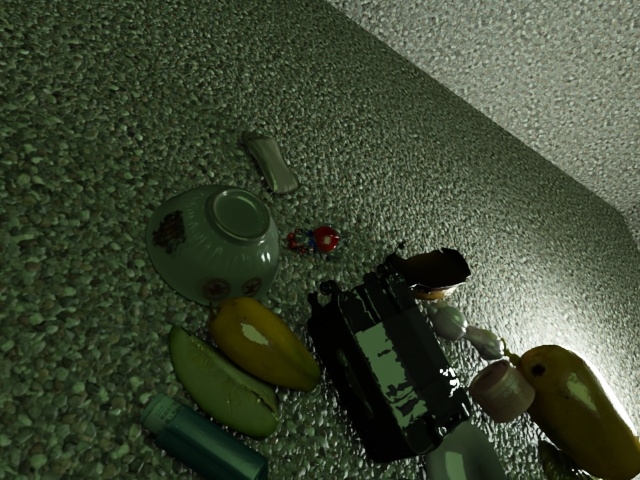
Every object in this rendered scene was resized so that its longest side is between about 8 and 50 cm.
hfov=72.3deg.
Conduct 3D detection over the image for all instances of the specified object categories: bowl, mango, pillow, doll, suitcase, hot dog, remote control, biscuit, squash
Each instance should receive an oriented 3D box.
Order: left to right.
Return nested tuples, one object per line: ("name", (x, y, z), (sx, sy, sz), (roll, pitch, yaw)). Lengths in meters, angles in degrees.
("squash", (-0.206, 0.275, 0.840), (0.252, 0.169, 0.093), (35, 88, -12))
("bowl", (-0.217, -0.023, 1.026), (0.338, 0.157, 0.337), (20, 48, -24))
("mango", (-0.113, 0.223, 0.926), (0.317, 0.119, 0.176), (43, -2, -18))
("pillow", (-0.147, -0.238, 1.328), (0.131, 0.038, 0.232), (-13, 68, -46))
("doll", (0.000, 0.001, 1.245), (0.195, 0.062, 0.104), (-2, 42, -29))
("suitcase", (0.152, 0.286, 1.042), (0.283, 0.194, 0.433), (-13, 68, -43))
("hot dog", (0.310, 0.108, 1.372), (0.326, 0.107, 0.194), (7, 45, -23))
("doll", (0.444, 0.278, 1.331), (0.365, 0.094, 0.160), (34, 12, -20))
("remote control", (0.362, 0.595, 1.035), (0.221, 0.103, 0.331), (-1, 59, -31))
("biscuit", (0.759, 0.720, 1.293), (0.274, 0.036, 0.187), (28, 46, -18))
("mango", (0.776, 0.516, 1.314), (0.445, 0.232, 0.300), (51, 27, 5))

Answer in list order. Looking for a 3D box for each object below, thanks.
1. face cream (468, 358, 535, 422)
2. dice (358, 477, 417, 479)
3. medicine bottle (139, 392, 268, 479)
("face cream", (0.511, 0.425, 1.244), (0.104, 0.149, 0.149), (49, 43, 4))
("dice", (0.097, 0.574, 0.609), (0.348, 0.331, 0.327), (-8, 95, -40))
("medicine bottle", (-0.201, 0.375, 0.782), (0.258, 0.124, 0.079), (33, 47, 4))
